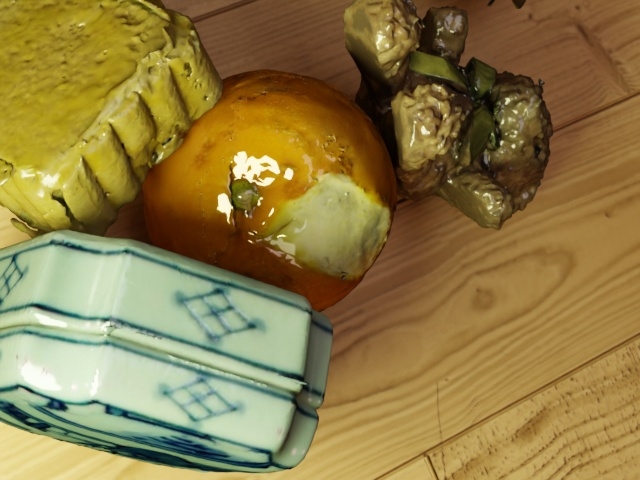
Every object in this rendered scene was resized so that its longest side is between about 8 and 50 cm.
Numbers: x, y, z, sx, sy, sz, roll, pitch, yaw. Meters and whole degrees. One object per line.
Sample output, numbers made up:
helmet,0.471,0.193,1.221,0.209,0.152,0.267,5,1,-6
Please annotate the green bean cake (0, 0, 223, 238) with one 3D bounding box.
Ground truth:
green bean cake,-0.231,-0.126,1.628,0.224,0.230,0.131,-50,147,-15

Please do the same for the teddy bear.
teddy bear,0.145,-0.129,1.842,0.223,0.296,0.246,-15,71,-10

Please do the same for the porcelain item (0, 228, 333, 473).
porcelain item,-0.155,0.107,1.595,0.281,0.286,0.157,21,74,-27

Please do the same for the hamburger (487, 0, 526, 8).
hamburger,0.170,-0.374,1.967,0.262,0.139,0.243,39,65,-17

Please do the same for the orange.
orange,-0.047,-0.043,1.718,0.240,0.240,0.240,7,76,-29
